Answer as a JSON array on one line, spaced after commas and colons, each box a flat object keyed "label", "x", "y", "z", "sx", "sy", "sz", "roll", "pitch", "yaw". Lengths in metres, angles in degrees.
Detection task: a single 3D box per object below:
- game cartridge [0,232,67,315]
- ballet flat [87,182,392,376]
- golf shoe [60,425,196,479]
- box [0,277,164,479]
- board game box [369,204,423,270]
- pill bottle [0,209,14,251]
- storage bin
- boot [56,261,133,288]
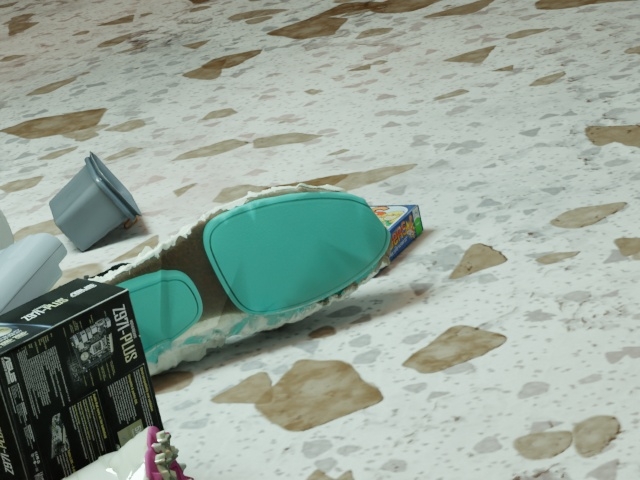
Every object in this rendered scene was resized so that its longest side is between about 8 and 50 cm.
[{"label": "game cartridge", "x": -0.404, "y": 0.104, "z": 1.656, "sx": 0.297, "sy": 0.062, "sz": 0.198, "roll": -26, "pitch": 14, "yaw": 30}, {"label": "ballet flat", "x": -0.129, "y": 0.049, "z": 1.699, "sx": 0.409, "sy": 0.147, "sz": 0.147, "roll": -21, "pitch": 21, "yaw": -17}, {"label": "golf shoe", "x": -0.171, "y": 0.248, "z": 1.230, "sx": 0.140, "sy": 0.115, "sz": 0.306, "roll": -21, "pitch": 12, "yaw": 8}, {"label": "box", "x": -0.222, "y": 0.144, "z": 1.408, "sx": 0.078, "sy": 0.180, "sz": 0.147, "roll": 9, "pitch": 29, "yaw": 45}, {"label": "board game box", "x": 0.000, "y": 0.000, "z": 1.893, "sx": 0.201, "sy": 0.035, "sz": 0.136, "roll": -1, "pitch": 23, "yaw": 30}, {"label": "pill bottle", "x": -0.529, "y": 0.036, "z": 1.902, "sx": 0.319, "sy": 0.176, "sz": 0.176, "roll": -3, "pitch": 21, "yaw": 23}, {"label": "storage bin", "x": -0.295, "y": -0.042, "z": 2.125, "sx": 0.091, "sy": 0.098, "sz": 0.135, "roll": -41, "pitch": 22, "yaw": 1}, {"label": "boot", "x": -0.238, "y": 0.056, "z": 1.868, "sx": 0.121, "sy": 0.045, "sz": 0.099, "roll": -2, "pitch": 19, "yaw": 47}]
